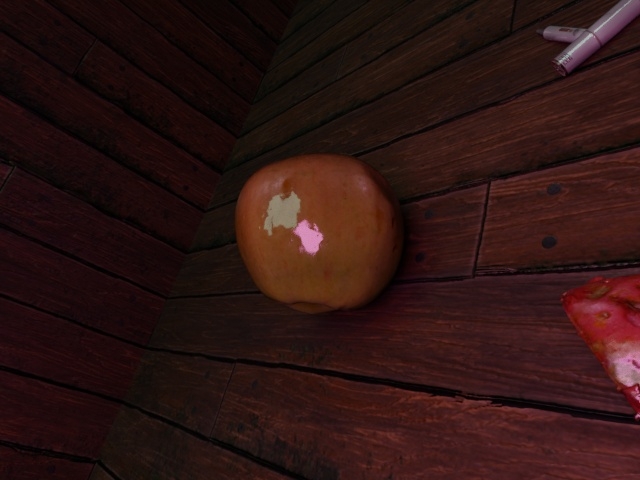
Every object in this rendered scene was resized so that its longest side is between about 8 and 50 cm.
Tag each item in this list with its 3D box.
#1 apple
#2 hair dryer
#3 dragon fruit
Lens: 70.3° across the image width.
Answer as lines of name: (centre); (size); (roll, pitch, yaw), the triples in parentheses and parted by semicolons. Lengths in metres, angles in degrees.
apple: (0.000, 0.000, 0.914); (0.338, 0.338, 0.305); (-25, 64, 40)
hair dryer: (0.483, -0.407, 0.867); (0.155, 0.044, 0.183); (-40, 33, 22)
dragon fruit: (0.392, 0.091, 0.474); (0.211, 0.134, 0.262); (-41, 36, 18)
